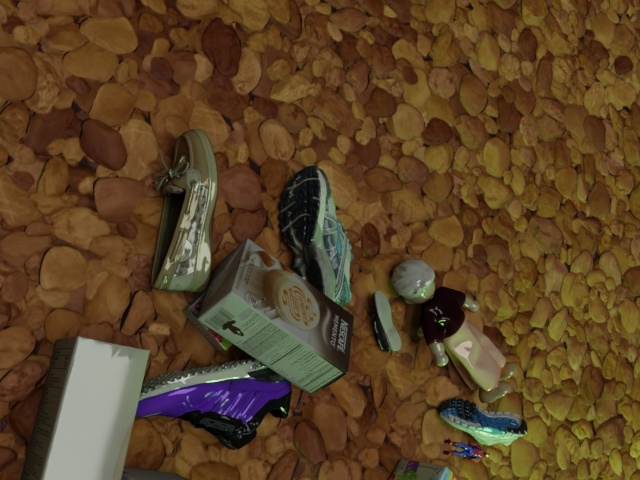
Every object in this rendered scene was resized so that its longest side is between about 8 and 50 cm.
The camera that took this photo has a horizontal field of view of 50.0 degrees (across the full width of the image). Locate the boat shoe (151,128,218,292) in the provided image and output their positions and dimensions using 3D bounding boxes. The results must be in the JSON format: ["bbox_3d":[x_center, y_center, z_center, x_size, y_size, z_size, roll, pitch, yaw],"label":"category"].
[{"bbox_3d":[-0.235,-0.054,1.165,0.089,0.105,0.285,5,79,-33],"label":"boat shoe"}]

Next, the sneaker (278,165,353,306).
[{"bbox_3d":[0.000,0.000,1.312,0.122,0.110,0.282,3,81,-48],"label":"sneaker"}]

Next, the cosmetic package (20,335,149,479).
[{"bbox_3d":[-0.354,0.303,0.997,0.113,0.160,0.309,19,73,-28],"label":"cosmetic package"}]

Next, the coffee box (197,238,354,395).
[{"bbox_3d":[-0.068,0.130,1.158,0.246,0.098,0.141,37,35,-21],"label":"coffee box"}]

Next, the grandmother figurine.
[{"bbox_3d":[0.268,0.180,1.428,0.342,0.104,0.208,51,33,-9],"label":"grandmother figurine"}]

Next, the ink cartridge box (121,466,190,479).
[{"bbox_3d":[-0.266,0.485,0.986,0.117,0.207,0.282,18,73,-25],"label":"ink cartridge box"}]

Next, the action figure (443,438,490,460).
[{"bbox_3d":[0.310,0.442,1.439,0.115,0.030,0.038,18,67,-29],"label":"action figure"}]

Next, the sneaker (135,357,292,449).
[{"bbox_3d":[-0.170,0.281,1.142,0.293,0.102,0.146,-6,85,-31],"label":"sneaker"}]

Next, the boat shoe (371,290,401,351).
[{"bbox_3d":[0.123,0.163,1.375,0.046,0.038,0.125,-24,95,-51],"label":"boat shoe"}]

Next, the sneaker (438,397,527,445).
[{"bbox_3d":[0.330,0.393,1.438,0.191,0.083,0.071,18,37,-6],"label":"sneaker"}]

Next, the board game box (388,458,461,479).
[{"bbox_3d":[0.252,0.562,1.313,0.275,0.144,0.142,45,62,-17],"label":"board game box"}]

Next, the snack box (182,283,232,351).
[{"bbox_3d":[-0.159,0.112,1.217,0.141,0.037,0.100,-45,105,-30],"label":"snack box"}]
